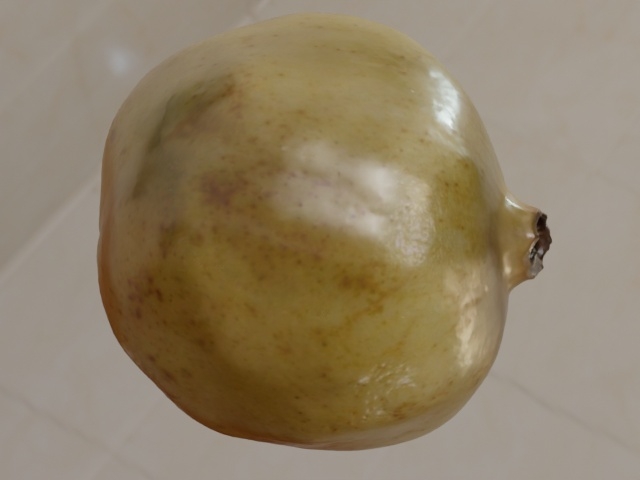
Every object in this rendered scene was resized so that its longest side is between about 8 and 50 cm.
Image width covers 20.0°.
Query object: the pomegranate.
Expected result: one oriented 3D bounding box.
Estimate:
[{"bbox_3d":[-0.008,0.000,0.910,0.233,0.233,0.233,29,-31,19],"label":"pomegranate"}]
